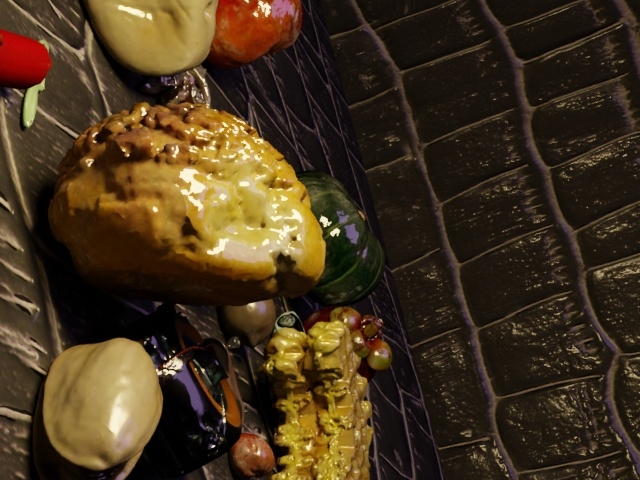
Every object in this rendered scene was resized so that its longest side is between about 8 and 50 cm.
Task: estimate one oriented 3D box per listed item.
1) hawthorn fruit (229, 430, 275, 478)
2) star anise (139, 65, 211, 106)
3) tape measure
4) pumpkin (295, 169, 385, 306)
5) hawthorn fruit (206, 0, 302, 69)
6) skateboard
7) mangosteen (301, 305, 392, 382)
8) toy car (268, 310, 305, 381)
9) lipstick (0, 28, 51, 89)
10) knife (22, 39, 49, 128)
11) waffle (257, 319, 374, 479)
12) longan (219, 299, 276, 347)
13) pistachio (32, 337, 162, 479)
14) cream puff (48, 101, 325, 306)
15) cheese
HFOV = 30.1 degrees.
[{"bbox_3d":[-0.109,0.309,1.795,0.067,0.067,0.103,42,28,-66],"label":"hawthorn fruit"},{"bbox_3d":[-0.243,-0.269,2.038,0.231,0.089,0.209,56,22,-10],"label":"star anise"},{"bbox_3d":[-0.183,0.187,1.481,0.202,0.135,0.223,60,8,-7],"label":"tape measure"},{"bbox_3d":[0.000,0.000,2.425,0.300,0.207,0.300,53,7,-10],"label":"pumpkin"},{"bbox_3d":[-0.166,-0.487,2.383,0.242,0.242,0.271,-60,129,-75],"label":"hawthorn fruit"},{"bbox_3d":[-0.151,0.219,1.772,0.080,0.067,0.151,9,65,-66],"label":"skateboard"},{"bbox_3d":[0.049,0.208,2.337,0.200,0.200,0.200,-19,90,-78],"label":"mangosteen"},{"bbox_3d":[-0.060,0.214,2.171,0.205,0.056,0.095,-85,153,-54],"label":"toy car"},{"bbox_3d":[-0.393,-0.212,1.325,0.280,0.073,0.073,-11,81,-77],"label":"lipstick"},{"bbox_3d":[-0.370,-0.204,1.550,0.207,0.014,0.030,-96,161,-49],"label":"knife"},{"bbox_3d":[-0.005,0.298,1.982,0.261,0.151,0.324,22,65,-76],"label":"waffle"},{"bbox_3d":[-0.119,0.126,1.966,0.113,0.092,0.113,173,-90,-88],"label":"longan"},{"bbox_3d":[-0.240,0.186,1.273,0.206,0.131,0.129,-81,-168,-58],"label":"pistachio"},{"bbox_3d":[-0.160,-0.046,1.471,0.327,0.343,0.231,91,4,-75],"label":"cream puff"},{"bbox_3d":[-0.258,-0.372,1.862,0.235,0.218,0.117,44,16,-16],"label":"cheese"}]
